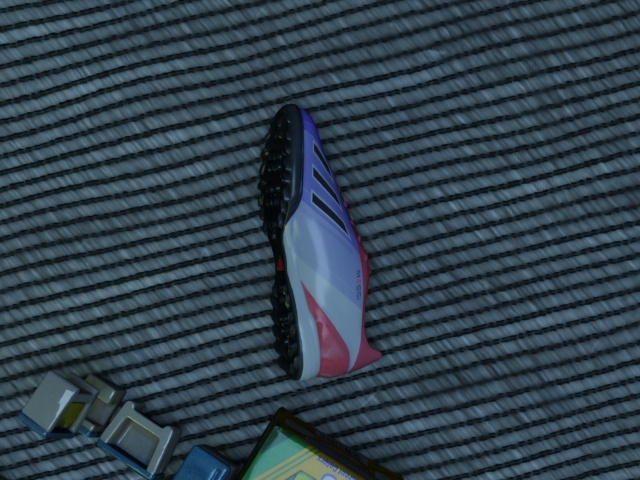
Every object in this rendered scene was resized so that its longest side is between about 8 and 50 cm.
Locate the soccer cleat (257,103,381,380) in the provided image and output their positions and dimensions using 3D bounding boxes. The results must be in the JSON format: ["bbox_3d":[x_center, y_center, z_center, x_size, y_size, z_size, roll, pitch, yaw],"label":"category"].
[{"bbox_3d":[0.000,0.000,1.773,0.116,0.108,0.318,-5,89,-20],"label":"soccer cleat"}]

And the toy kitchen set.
[{"bbox_3d":[-0.226,0.252,1.718,0.207,0.166,0.122,31,91,16],"label":"toy kitchen set"}]

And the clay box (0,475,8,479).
[{"bbox_3d":[-0.375,0.351,1.792,0.222,0.053,0.127,29,93,0],"label":"clay box"}]

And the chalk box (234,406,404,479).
[{"bbox_3d":[-0.048,0.363,1.730,0.180,0.179,0.289,30,91,0],"label":"chalk box"}]
